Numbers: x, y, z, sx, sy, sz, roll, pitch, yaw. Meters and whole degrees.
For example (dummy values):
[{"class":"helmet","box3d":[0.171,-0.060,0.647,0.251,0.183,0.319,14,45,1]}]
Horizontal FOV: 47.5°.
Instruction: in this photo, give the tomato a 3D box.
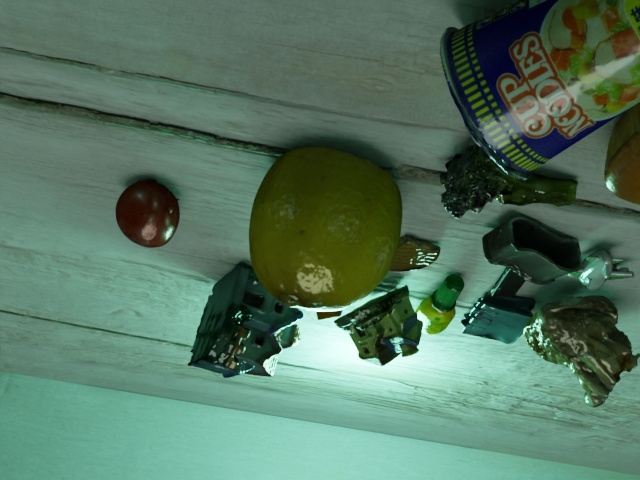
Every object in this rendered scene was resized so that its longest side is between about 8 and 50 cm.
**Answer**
[{"class":"tomato","box3d":[-0.426,-0.059,1.798,0.167,0.167,0.167,7,151,4]}]

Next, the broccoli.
[{"class":"broccoli","box3d":[0.403,-0.112,1.514,0.303,0.146,0.165,4,157,-17]}]

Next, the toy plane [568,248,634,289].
[{"class":"toy plane","box3d":[0.683,0.075,1.794,0.173,0.080,0.174,5,161,2]}]

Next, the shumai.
[{"class":"shumai","box3d":[0.702,0.305,1.958,0.267,0.263,0.314,-31,144,26]}]

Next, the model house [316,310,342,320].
[{"class":"model house","box3d":[0.018,0.173,2.132,0.087,0.100,0.100,-12,144,33]}]

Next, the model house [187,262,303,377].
[{"class":"model house","box3d":[-0.182,0.280,2.176,0.329,0.295,0.251,26,151,-24]}]

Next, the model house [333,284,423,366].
[{"class":"model house","box3d":[0.183,0.257,2.072,0.195,0.189,0.214,-27,179,-42]}]

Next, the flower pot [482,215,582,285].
[{"class":"flower pot","box3d":[0.505,0.027,1.737,0.229,0.103,0.108,20,150,-20]}]

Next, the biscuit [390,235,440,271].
[{"class":"biscuit","box3d":[0.192,0.032,1.907,0.228,0.031,0.176,10,150,2]}]

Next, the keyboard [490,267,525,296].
[{"class":"keyboard","box3d":[0.518,0.096,1.942,0.072,0.023,0.231,3,151,-3]}]

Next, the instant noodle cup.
[{"class":"instant noodle cup","box3d":[0.385,-0.281,1.096,0.312,0.284,0.284,-27,136,34]}]

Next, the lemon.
[{"class":"lemon","box3d":[0.000,0.000,1.591,0.363,0.365,0.364,7,151,4]}]

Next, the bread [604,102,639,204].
[{"class":"bread","box3d":[0.640,-0.171,1.301,0.204,0.156,0.288,16,152,-7]}]

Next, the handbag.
[{"class":"handbag","box3d":[0.517,0.227,2.136,0.179,0.062,0.229,12,151,0]}]

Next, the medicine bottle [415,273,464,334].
[{"class":"medicine bottle","box3d":[0.345,0.187,2.090,0.111,0.076,0.309,8,151,-4]}]
